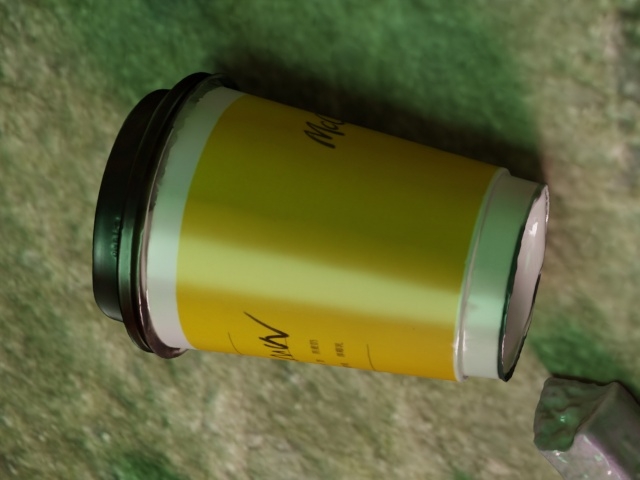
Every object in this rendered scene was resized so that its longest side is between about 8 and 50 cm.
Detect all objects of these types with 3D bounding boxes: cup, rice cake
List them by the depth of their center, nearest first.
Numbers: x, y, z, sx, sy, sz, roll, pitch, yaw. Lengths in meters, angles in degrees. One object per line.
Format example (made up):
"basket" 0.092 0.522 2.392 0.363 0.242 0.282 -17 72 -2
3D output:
"cup" 0.000 0.000 0.965 0.279 0.196 0.196 11 128 16
"rice cake" 0.283 0.235 1.033 0.365 0.073 0.056 49 136 -5
